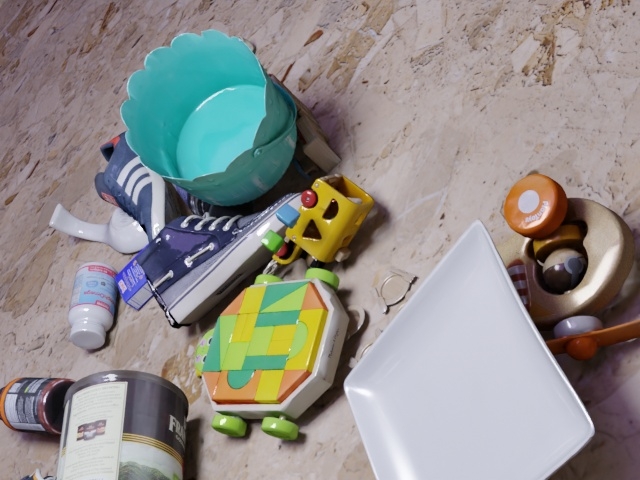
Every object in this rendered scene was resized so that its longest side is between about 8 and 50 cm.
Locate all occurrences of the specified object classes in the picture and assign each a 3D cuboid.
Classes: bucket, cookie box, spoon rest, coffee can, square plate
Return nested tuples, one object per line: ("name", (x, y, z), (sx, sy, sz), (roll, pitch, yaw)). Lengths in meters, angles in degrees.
("bucket", (-0.180, -0.201, 1.824), (0.281, 0.183, 0.281), (-6, 71, 18))
("cookie box", (-0.340, 0.067, 2.057), (0.107, 0.040, 0.092), (-43, 39, 7))
("spoon rest", (-0.432, -0.036, 2.217), (0.276, 0.084, 0.137), (2, 61, 30))
("coffee can", (-0.311, 0.370, 1.650), (0.201, 0.201, 0.275), (-27, 44, 26))
("square plate", (0.177, 0.209, 1.348), (0.344, 0.049, 0.347), (-54, 39, 30))

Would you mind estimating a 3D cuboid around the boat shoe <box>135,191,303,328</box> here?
("boat shoe", (-0.174, -0.007, 1.842), (0.340, 0.127, 0.158), (-40, 77, 13))

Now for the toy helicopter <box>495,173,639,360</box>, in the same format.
("toy helicopter", (0.274, 0.105, 1.398), (0.355, 0.140, 0.235), (-50, 46, 17))

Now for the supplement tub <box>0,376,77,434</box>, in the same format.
("supplement tub", (-0.530, 0.308, 1.991), (0.197, 0.106, 0.106), (-5, 56, 42))

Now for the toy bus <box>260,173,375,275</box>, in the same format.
("toy bus", (0.003, -0.009, 1.732), (0.104, 0.202, 0.191), (37, 68, 16))

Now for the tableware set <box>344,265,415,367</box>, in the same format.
("tableware set", (0.091, 0.120, 1.615), (0.169, 0.020, 0.141), (-46, 38, 5))

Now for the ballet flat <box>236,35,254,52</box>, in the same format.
("ballet flat", (-0.191, -0.360, 2.256), (0.057, 0.052, 0.168), (-5, 56, 41))

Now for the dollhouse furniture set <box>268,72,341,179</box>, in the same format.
("dollhouse furniture set", (-0.074, -0.187, 1.939), (0.129, 0.129, 0.184), (-41, 39, 11))

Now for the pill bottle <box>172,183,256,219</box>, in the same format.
("pill bottle", (-0.203, -0.103, 1.999), (0.123, 0.123, 0.219), (-46, 39, 4))

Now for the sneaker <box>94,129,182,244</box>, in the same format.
("sneaker", (-0.362, -0.082, 2.087), (0.148, 0.131, 0.350), (-18, 46, 1))

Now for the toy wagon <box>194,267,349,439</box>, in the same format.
("toy wagon", (-0.103, 0.179, 1.700), (0.344, 0.068, 0.267), (-8, 58, 44))

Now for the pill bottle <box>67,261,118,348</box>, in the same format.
("pill bottle", (-0.443, 0.127, 2.069), (0.087, 0.087, 0.160), (-26, 45, 27))

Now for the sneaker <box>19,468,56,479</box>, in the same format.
("sneaker", (-0.491, 0.472, 1.806), (0.321, 0.126, 0.127), (-19, 35, 41))
